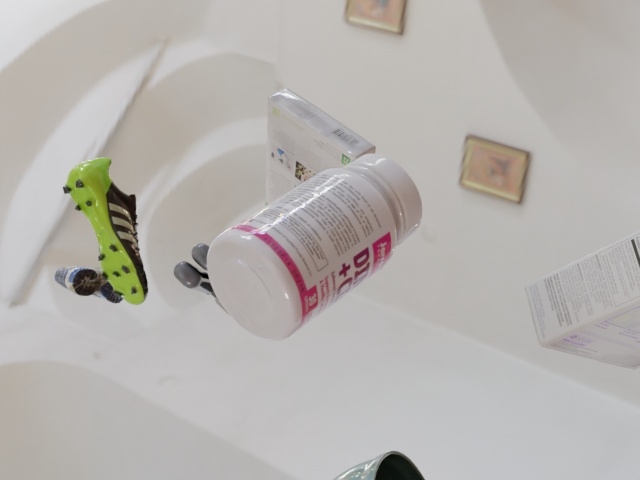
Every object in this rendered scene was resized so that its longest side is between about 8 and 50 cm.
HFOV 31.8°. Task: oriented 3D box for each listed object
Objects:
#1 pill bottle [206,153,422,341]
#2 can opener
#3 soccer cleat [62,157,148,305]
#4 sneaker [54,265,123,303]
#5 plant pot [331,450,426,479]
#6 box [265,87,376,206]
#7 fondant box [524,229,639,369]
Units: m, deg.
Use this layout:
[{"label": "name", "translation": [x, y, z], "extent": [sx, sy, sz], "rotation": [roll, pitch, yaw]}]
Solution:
[{"label": "pill bottle", "translation": [0.000, 0.000, 1.510], "extent": [0.283, 0.160, 0.160], "rotation": [-35, -46, -36]}, {"label": "can opener", "translation": [-0.158, 0.058, 1.728], "extent": [0.074, 0.093, 0.280], "rotation": [-47, -10, -3]}, {"label": "soccer cleat", "translation": [-0.233, -0.012, 1.303], "extent": [0.072, 0.060, 0.178], "rotation": [-37, -69, -47]}, {"label": "sneaker", "translation": [-0.335, 0.058, 1.642], "extent": [0.135, 0.058, 0.052], "rotation": [24, -100, -61]}, {"label": "plant pot", "translation": [0.069, 0.520, 1.886], "extent": [0.293, 0.196, 0.293], "rotation": [48, -149, -43]}, {"label": "box", "translation": [-0.008, -0.094, 2.089], "extent": [0.058, 0.232, 0.322], "rotation": [-30, -37, -33]}, {"label": "fondant box", "translation": [0.472, 0.057, 1.460], "extent": [0.238, 0.330, 0.096], "rotation": [17, -125, -43]}]
